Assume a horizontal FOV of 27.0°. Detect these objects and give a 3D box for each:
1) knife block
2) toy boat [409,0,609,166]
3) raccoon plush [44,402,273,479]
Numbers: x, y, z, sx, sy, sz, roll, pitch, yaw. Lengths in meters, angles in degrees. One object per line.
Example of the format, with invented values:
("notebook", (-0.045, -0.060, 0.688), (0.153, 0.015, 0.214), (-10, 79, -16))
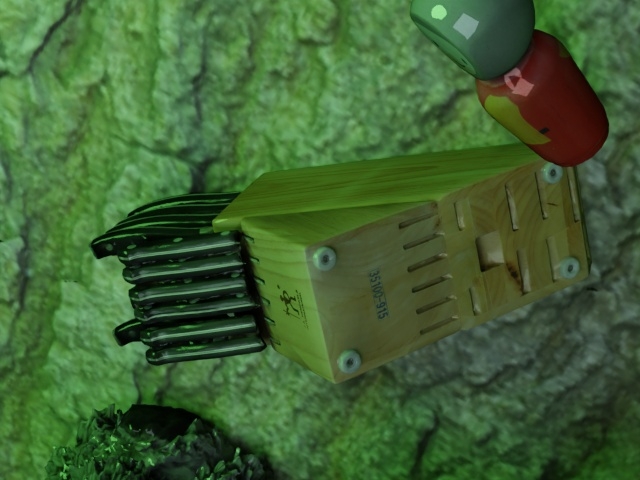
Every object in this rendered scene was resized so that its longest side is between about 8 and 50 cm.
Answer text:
("knife block", (0.000, 0.000, 0.867), (0.275, 0.242, 0.088), (-21, 111, -23))
("toy boat", (0.201, -0.118, 0.660), (0.318, 0.268, 0.148), (-14, 139, 38))
("raccoon plush", (-0.102, 0.300, 0.887), (0.446, 0.299, 0.216), (34, 117, 2))
